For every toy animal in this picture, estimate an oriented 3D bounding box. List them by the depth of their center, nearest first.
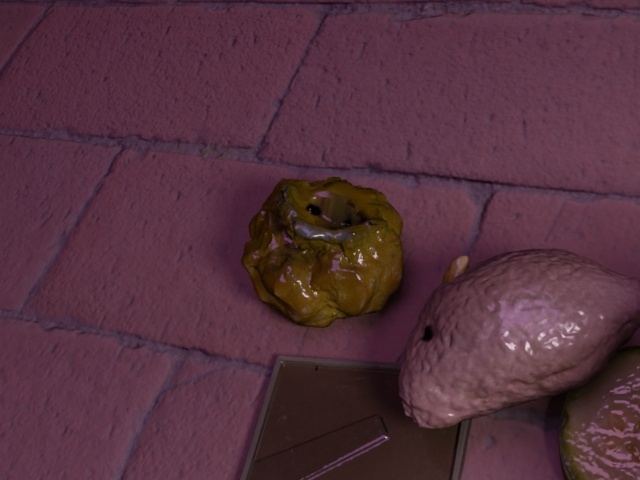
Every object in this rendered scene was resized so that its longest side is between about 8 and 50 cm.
[{"bbox_3d":[0.265,0.109,1.334,0.358,0.188,0.226,-18,36,14],"label":"toy animal"}]

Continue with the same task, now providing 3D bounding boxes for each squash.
[{"bbox_3d":[0.431,0.255,1.271,0.252,0.049,0.252,-11,51,13],"label":"squash"}]

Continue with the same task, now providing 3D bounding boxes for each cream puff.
[{"bbox_3d":[0.000,-0.002,1.560,0.281,0.185,0.282,-12,53,16],"label":"cream puff"}]

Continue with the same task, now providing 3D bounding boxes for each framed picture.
[{"bbox_3d":[0.054,0.278,1.425,0.324,0.020,0.241,0,54,22],"label":"framed picture"}]
